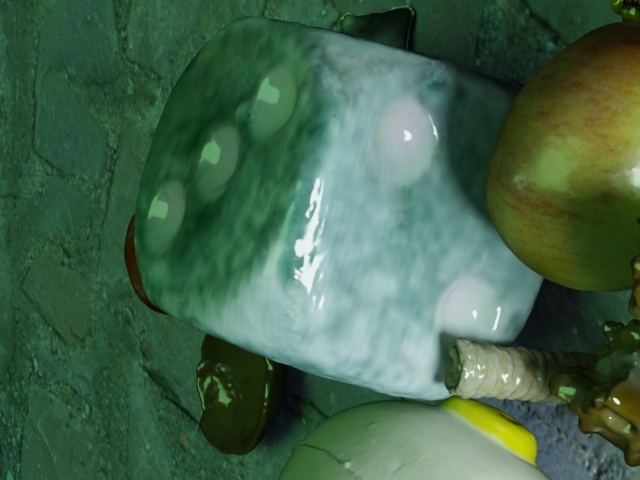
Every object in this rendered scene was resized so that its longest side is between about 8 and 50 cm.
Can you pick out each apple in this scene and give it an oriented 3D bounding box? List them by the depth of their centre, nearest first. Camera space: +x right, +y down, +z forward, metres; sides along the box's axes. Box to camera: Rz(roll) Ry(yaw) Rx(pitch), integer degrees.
[{"bbox_3d":[0.273,-0.074,1.656,0.194,0.261,0.261,26,117,29],"label":"apple"}]

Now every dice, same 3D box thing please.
[{"bbox_3d":[0.027,-0.042,1.862,0.328,0.330,0.348,19,90,56],"label":"dice"}]

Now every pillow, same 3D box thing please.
[{"bbox_3d":[0.070,-0.202,2.071,0.091,0.055,0.136,-3,95,52],"label":"pillow"}]

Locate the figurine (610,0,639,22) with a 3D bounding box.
[{"bbox_3d":[0.306,-0.255,1.737,0.101,0.068,0.143,42,140,36],"label":"figurine"}]

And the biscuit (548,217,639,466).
[{"bbox_3d":[0.350,0.131,1.578,0.268,0.115,0.366,36,160,13],"label":"biscuit"}]

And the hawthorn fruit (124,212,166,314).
[{"bbox_3d":[-0.180,0.001,2.346,0.169,0.169,0.188,-35,76,50],"label":"hawthorn fruit"}]

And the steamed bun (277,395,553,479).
[{"bbox_3d":[0.111,0.332,1.878,0.374,0.334,0.334,32,120,52],"label":"steamed bun"}]

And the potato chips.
[{"bbox_3d":[-0.097,0.191,2.352,0.195,0.061,0.208,47,132,46],"label":"potato chips"}]

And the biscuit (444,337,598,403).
[{"bbox_3d":[0.213,0.132,1.794,0.055,0.219,0.061,1,87,53],"label":"biscuit"}]
